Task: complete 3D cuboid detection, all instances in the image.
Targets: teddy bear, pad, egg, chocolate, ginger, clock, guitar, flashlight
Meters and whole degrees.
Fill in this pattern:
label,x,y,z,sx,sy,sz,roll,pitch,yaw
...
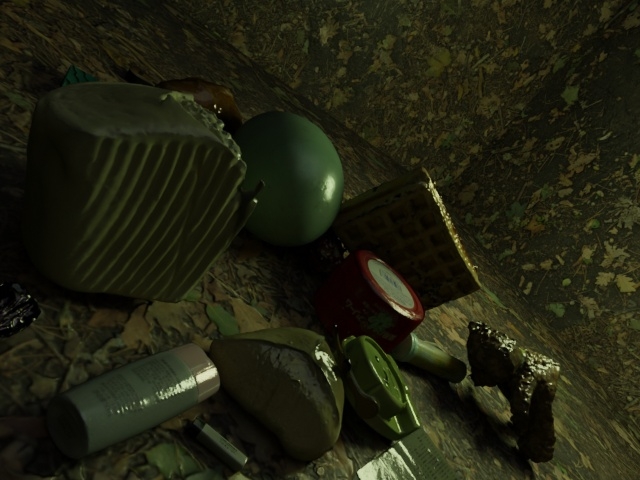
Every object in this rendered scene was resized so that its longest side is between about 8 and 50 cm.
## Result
label,x,y,z,sx,sy,sz,roll,pitch,yaw
teddy bear,0.460,0.368,1.118,0.223,0.295,0.246,7,15,7
pad,0.173,0.418,0.772,0.159,0.009,0.265,51,23,26
egg,-0.088,-0.149,1.065,0.276,0.276,0.388,25,26,-35
chocolate,-0.349,0.099,0.443,0.072,0.070,0.147,11,23,1
ginger,-0.277,-0.298,1.123,0.165,0.172,0.321,55,14,23
clock,0.085,0.241,0.809,0.232,0.069,0.170,46,15,-37
guitar,-0.432,-0.416,1.332,0.271,0.038,0.083,28,25,-24
flashlight,-0.129,0.254,0.567,0.083,0.018,0.018,40,21,-2

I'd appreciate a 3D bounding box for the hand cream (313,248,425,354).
label,x,y,z,sx,sy,sz,roll,pitch,yaw
hand cream,0.111,0.140,1.021,0.230,0.149,0.230,36,19,-15

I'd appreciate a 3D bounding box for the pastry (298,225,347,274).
label,x,y,z,sx,sy,sz,roll,pitch,yaw
pastry,-0.002,0.001,1.148,0.208,0.115,0.097,-106,176,-55

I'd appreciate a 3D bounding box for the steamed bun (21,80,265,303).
label,x,y,z,sx,sy,sz,roll,pitch,yaw
steamed bun,-0.278,-0.087,0.660,0.274,0.290,0.272,10,22,-40

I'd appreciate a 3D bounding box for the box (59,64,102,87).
label,x,y,z,sx,sy,sz,roll,pitch,yaw
box,-0.467,-0.294,1.031,0.226,0.042,0.160,27,24,-34

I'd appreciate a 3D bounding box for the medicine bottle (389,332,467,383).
label,x,y,z,sx,sy,sz,roll,pitch,yaw
medicine bottle,0.263,0.286,1.101,0.218,0.074,0.074,31,23,-30

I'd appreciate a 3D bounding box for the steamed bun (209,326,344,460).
label,x,y,z,sx,sy,sz,roll,pitch,yaw
steamed bun,-0.029,0.214,0.697,0.231,0.110,0.212,5,41,-52

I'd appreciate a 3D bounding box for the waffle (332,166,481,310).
label,x,y,z,sx,sy,sz,roll,pitch,yaw
waffle,0.227,0.021,1.151,0.376,0.261,0.114,53,20,-29

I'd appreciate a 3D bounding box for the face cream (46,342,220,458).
label,x,y,z,sx,sy,sz,roll,pitch,yaw
face cream,-0.207,0.179,0.533,0.084,0.057,0.198,49,21,17
